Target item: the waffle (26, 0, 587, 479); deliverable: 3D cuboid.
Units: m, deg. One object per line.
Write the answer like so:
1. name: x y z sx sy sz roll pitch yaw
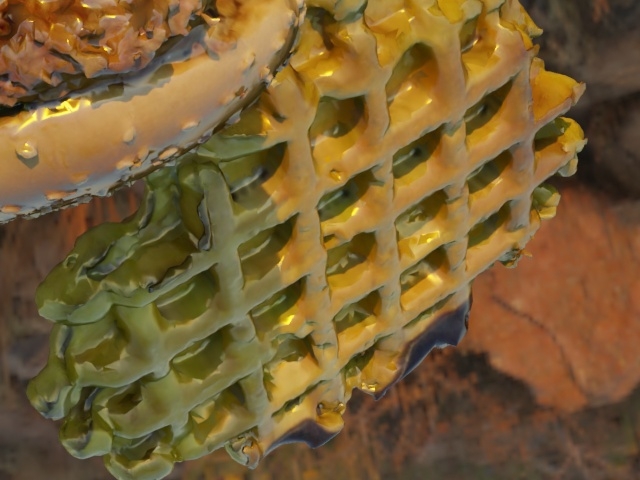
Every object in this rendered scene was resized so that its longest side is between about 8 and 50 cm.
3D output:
1. waffle: 0.002 0.002 0.775 0.312 0.060 0.307 -50 145 9

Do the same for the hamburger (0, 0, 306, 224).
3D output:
1. hamburger: -0.087 -0.077 0.491 0.182 0.118 0.191 -38 -156 -20
